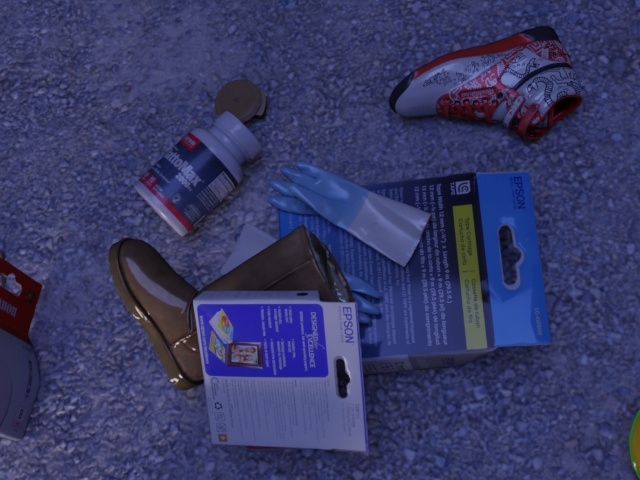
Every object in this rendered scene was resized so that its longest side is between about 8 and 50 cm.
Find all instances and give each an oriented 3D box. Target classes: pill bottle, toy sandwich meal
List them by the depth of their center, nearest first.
[{"bbox_3d":[-0.179,-0.104,1.381,0.180,0.108,0.108,-45,69,-7],"label":"pill bottle"},{"bbox_3d":[-0.125,-0.216,1.454,0.085,0.029,0.086,-5,71,14],"label":"toy sandwich meal"}]

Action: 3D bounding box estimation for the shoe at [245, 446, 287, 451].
[{"bbox_3d":[-0.030,0.248,1.241,0.177,0.081,0.064,-10,70,7],"label":"shoe"}]

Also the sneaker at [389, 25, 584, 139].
[{"bbox_3d":[0.246,-0.205,1.349,0.270,0.090,0.145,-20,66,0],"label":"sneaker"}]

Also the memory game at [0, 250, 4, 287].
[{"bbox_3d":[-0.580,0.061,1.445,0.186,0.012,0.186,-3,71,9],"label":"memory game"}]

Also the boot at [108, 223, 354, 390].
[{"bbox_3d":[-0.118,0.050,1.207,0.269,0.089,0.236,-29,93,24],"label":"boot"}]

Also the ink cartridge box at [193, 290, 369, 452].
[{"bbox_3d":[-0.044,0.162,1.145,0.208,0.045,0.206,0,109,14],"label":"ink cartridge box"}]

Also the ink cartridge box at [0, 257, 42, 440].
[{"bbox_3d":[-0.444,0.151,1.293,0.066,0.189,0.233,13,73,14],"label":"ink cartridge box"}]

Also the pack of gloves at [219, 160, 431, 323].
[{"bbox_3d":[0.000,0.000,1.225,0.232,0.046,0.195,24,78,20],"label":"pack of gloves"}]

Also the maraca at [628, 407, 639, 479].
[{"bbox_3d":[0.447,0.272,1.142,0.127,0.099,0.186,3,97,17],"label":"maraca"}]

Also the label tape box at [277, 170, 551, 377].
[{"bbox_3d":[0.123,0.049,1.269,0.347,0.115,0.249,-5,70,7],"label":"label tape box"}]
